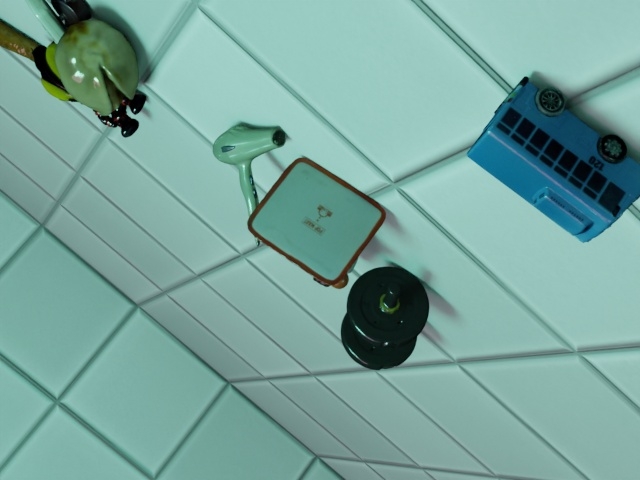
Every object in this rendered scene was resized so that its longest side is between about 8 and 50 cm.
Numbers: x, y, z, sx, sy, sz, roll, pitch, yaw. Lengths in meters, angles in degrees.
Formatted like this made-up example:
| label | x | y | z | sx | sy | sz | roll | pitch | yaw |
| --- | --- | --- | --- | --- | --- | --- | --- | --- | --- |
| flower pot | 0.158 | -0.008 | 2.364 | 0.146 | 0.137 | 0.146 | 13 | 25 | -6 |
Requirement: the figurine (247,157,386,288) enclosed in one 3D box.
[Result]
| label | x | y | z | sx | sy | sz | roll | pitch | yaw |
| --- | --- | --- | --- | --- | --- | --- | --- | --- | --- |
| figurine | 0.000 | 0.000 | 1.773 | 0.183 | 0.160 | 0.226 | 34 | 168 | 13 |

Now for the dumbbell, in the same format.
| label | x | y | z | sx | sy | sz | roll | pitch | yaw |
| --- | --- | --- | --- | --- | --- | --- | --- | --- | --- |
| dumbbell | 0.112 | 0.142 | 1.870 | 0.143 | 0.143 | 0.325 | 34 | 160 | 10 |

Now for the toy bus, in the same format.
| label | x | y | z | sx | sy | sz | roll | pitch | yaw |
| --- | --- | --- | --- | --- | --- | --- | --- | --- | --- |
| toy bus | 0.266 | -0.084 | 1.174 | 0.185 | 0.106 | 0.090 | 37 | 158 | 2 |

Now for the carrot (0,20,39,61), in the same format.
| label | x | y | z | sx | sy | sz | roll | pitch | yaw |
| --- | --- | --- | --- | --- | --- | --- | --- | --- | --- |
| carrot | -0.615 | -0.399 | 2.070 | 0.224 | 0.057 | 0.057 | 29 | 158 | 15 |

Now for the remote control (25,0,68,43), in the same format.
| label | x | y | z | sx | sy | sz | roll | pitch | yaw |
| --- | --- | --- | --- | --- | --- | --- | --- | --- | --- |
| remote control | -0.460 | -0.370 | 1.813 | 0.087 | 0.029 | 0.190 | 54 | 178 | 23 |

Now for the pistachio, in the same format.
| label | x | y | z | sx | sy | sz | roll | pitch | yaw |
| --- | --- | --- | --- | --- | --- | --- | --- | --- | --- |
| pistachio | -0.376 | -0.293 | 1.775 | 0.144 | 0.144 | 0.215 | 35 | 165 | 8 |

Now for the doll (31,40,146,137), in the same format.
| label | x | y | z | sx | sy | sz | roll | pitch | yaw |
| --- | --- | --- | --- | --- | --- | --- | --- | --- | --- |
| doll | -0.439 | -0.292 | 1.950 | 0.249 | 0.127 | 0.088 | 38 | -166 | 7 |

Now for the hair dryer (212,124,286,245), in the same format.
| label | x | y | z | sx | sy | sz | roll | pitch | yaw |
| --- | --- | --- | --- | --- | --- | --- | --- | --- | --- |
| hair dryer | -0.100 | -0.104 | 1.729 | 0.167 | 0.067 | 0.199 | -27 | 81 | 52 |

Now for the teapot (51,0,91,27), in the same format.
| label | x | y | z | sx | sy | sz | roll | pitch | yaw |
| --- | --- | --- | --- | --- | --- | --- | --- | --- | --- |
| teapot | -0.425 | -0.387 | 1.773 | 0.068 | 0.045 | 0.100 | 38 | 159 | 3 |
